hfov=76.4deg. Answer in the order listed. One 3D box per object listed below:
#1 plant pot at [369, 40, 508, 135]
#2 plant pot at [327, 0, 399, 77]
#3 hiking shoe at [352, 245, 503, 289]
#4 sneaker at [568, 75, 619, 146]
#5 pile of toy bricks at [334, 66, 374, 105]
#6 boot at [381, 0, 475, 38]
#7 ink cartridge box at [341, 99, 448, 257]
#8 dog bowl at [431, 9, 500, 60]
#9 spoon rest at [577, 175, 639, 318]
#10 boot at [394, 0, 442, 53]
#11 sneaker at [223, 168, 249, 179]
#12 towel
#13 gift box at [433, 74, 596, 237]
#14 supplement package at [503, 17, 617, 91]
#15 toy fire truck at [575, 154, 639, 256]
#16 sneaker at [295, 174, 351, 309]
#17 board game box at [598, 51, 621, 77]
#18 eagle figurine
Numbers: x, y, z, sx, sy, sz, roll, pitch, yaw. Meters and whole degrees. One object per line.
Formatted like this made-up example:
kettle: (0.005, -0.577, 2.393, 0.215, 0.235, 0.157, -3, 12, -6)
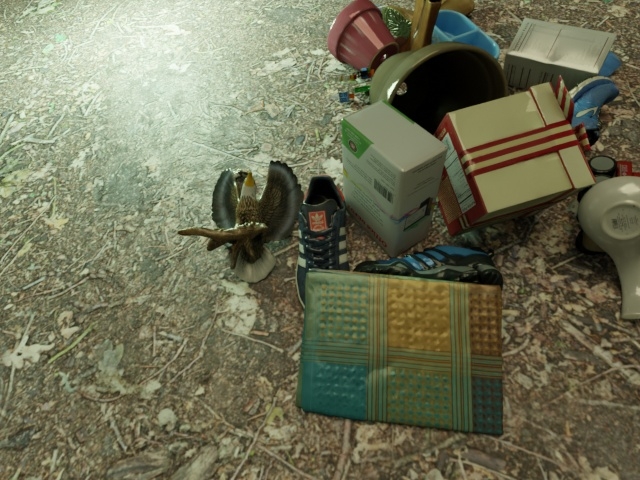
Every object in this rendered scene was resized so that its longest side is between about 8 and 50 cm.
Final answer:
plant pot: (0.260, -0.362, 1.063, 0.323, 0.323, 0.280, -18, 38, -6)
plant pot: (0.151, -0.645, 1.336, 0.201, 0.201, 0.180, -33, 72, -15)
hiking shoe: (0.219, 0.073, 0.869, 0.303, 0.113, 0.132, 1, 30, 10)
sneaker: (0.669, -0.306, 1.068, 0.330, 0.130, 0.147, -34, 71, -12)
pile of toy bricks: (0.158, -0.479, 1.273, 0.212, 0.118, 0.105, 5, 25, 31)
boot: (0.394, -0.840, 1.500, 0.236, 0.089, 0.269, 41, 69, 16)
ink cartridge box: (0.149, -0.128, 0.899, 0.117, 0.278, 0.201, -29, 56, -17)
dog bowl: (0.452, -0.633, 1.309, 0.165, 0.074, 0.297, -26, 67, -19)
spoon rest: (0.583, 0.010, 0.776, 0.137, 0.277, 0.084, -9, 16, 34)
boot: (0.285, -0.658, 1.258, 0.096, 0.281, 0.264, -8, 54, 2)
sneaker: (-0.237, -0.179, 1.146, 0.083, 0.032, 0.037, 0, 68, 14)
towel: (0.145, 0.200, 0.763, 0.369, 0.040, 0.272, 4, 77, 8)
gift box: (0.391, -0.182, 0.873, 0.258, 0.255, 0.277, -15, 83, -4)
supplement package: (0.676, -0.521, 1.176, 0.244, 0.134, 0.139, 27, 82, 24)
toy fire truck: (0.696, -0.055, 0.868, 0.246, 0.159, 0.217, 8, 55, 26)
sneaker: (0.000, 0.000, 0.906, 0.131, 0.148, 0.350, -6, 54, 4)
board game box: (0.824, -0.530, 1.247, 0.168, 0.033, 0.133, -40, 64, -14)
eagle figurine: (-0.170, -0.072, 0.988, 0.226, 0.225, 0.298, 35, 21, -15)
